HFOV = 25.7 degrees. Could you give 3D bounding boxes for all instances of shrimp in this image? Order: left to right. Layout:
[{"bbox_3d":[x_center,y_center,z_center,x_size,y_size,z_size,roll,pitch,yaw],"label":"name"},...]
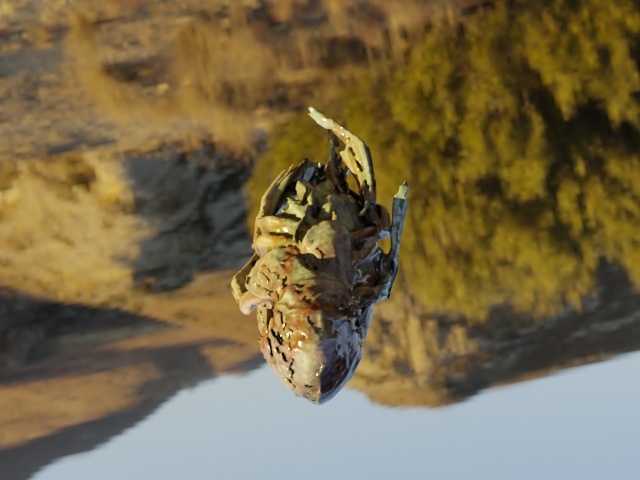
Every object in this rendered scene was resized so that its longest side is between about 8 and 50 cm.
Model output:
[{"bbox_3d":[0.001,0.001,0.658,0.075,0.073,0.190,13,-142,2],"label":"shrimp"}]
